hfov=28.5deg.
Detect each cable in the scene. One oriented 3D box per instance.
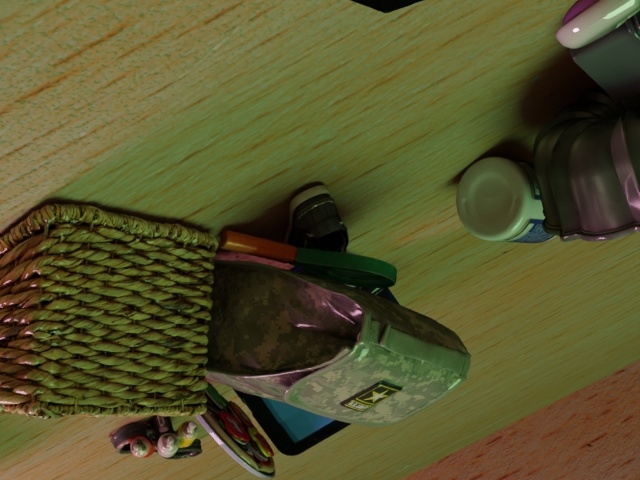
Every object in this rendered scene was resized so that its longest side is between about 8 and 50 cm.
[{"bbox_3d":[-0.261,0.348,2.084,0.139,0.072,0.287,-18,158,-7],"label":"cable"}]

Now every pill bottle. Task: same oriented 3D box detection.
[{"bbox_3d":[0.278,-0.052,1.714,0.112,0.112,0.186,-39,155,30],"label":"pill bottle"}]

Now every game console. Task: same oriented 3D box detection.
[{"bbox_3d":[-0.020,0.172,1.811,0.293,0.173,0.250,-33,158,16],"label":"game console"}]

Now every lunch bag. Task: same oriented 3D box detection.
[{"bbox_3d":[0.011,0.131,1.541,0.287,0.169,0.235,4,167,40],"label":"lunch bag"}]

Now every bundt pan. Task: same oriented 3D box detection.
[{"bbox_3d":[0.399,-0.128,1.520,0.330,0.124,0.331,-25,-165,7],"label":"bundt pan"}]

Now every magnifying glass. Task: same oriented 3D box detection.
[{"bbox_3d":[-0.013,0.025,1.548,0.231,0.026,0.092,16,164,-22],"label":"magnifying glass"}]

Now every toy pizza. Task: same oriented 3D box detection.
[{"bbox_3d":[-0.132,0.275,1.895,0.032,0.201,0.201,-44,157,4],"label":"toy pizza"}]

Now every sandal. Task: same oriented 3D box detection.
[{"bbox_3d":[0.370,-0.333,1.200,0.416,0.102,0.169,-38,176,-4],"label":"sandal"}]

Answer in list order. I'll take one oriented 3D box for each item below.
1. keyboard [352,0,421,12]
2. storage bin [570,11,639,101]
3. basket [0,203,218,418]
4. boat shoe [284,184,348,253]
[{"bbox_3d":[0.043,-0.249,1.118,0.100,0.038,0.192,-12,170,33],"label":"keyboard"},{"bbox_3d":[0.343,-0.223,1.421,0.091,0.098,0.135,-25,140,32],"label":"storage bin"},{"bbox_3d":[-0.280,0.082,1.416,0.213,0.223,0.299,0,175,33],"label":"basket"},{"bbox_3d":[0.000,0.000,1.580,0.075,0.065,0.206,-26,160,-7],"label":"boat shoe"}]
